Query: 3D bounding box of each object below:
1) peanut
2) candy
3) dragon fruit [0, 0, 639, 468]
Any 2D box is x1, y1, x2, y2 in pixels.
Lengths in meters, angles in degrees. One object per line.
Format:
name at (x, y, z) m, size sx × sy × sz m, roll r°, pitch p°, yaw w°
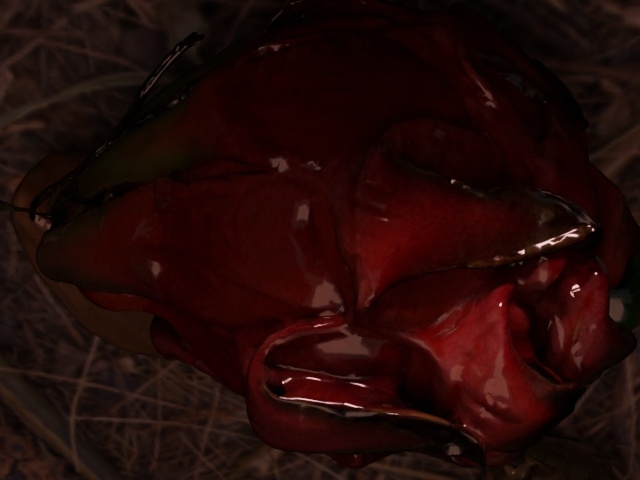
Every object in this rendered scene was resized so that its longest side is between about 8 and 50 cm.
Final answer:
peanut at (-0.116, 0.014, 0.613) m, size 0.076 × 0.076 × 0.152 m, roll -17°, pitch 126°, yaw 17°
candy at (0.148, 0.180, 0.680) m, size 0.095 × 0.110 × 0.085 m, roll 10°, pitch 134°, yaw -12°
dragon fruit at (0.000, 0.000, 0.493) m, size 0.293 × 0.233 × 0.233 m, roll -2°, pitch 126°, yaw -11°
